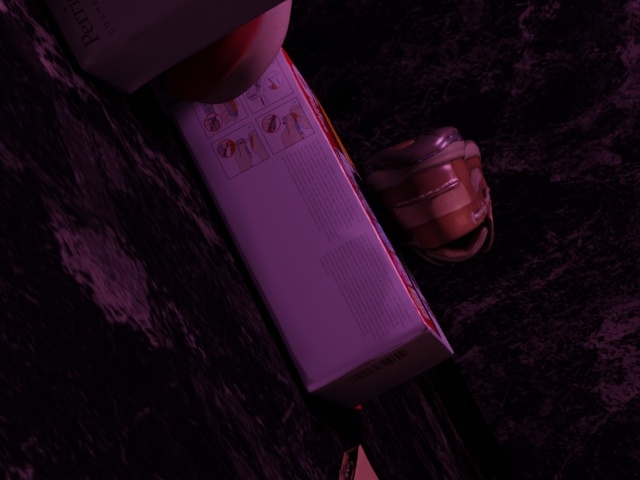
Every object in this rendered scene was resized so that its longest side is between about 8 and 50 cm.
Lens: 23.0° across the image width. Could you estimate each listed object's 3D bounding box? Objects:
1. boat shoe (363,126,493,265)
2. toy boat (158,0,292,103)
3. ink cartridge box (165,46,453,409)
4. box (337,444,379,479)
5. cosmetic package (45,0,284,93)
[{"bbox_3d":[0.116,-0.031,1.591,0.324,0.123,0.119,5,62,-78],"label":"boat shoe"},{"bbox_3d":[-0.110,-0.239,1.392,0.151,0.151,0.231,-8,-107,65],"label":"toy boat"},{"bbox_3d":[0.000,0.000,1.556,0.309,0.130,0.272,63,5,14],"label":"ink cartridge box"},{"bbox_3d":[0.071,0.285,1.368,0.201,0.021,0.164,60,6,-4],"label":"box"},{"bbox_3d":[-0.061,-0.294,1.255,0.197,0.366,0.155,60,4,5],"label":"cosmetic package"}]
